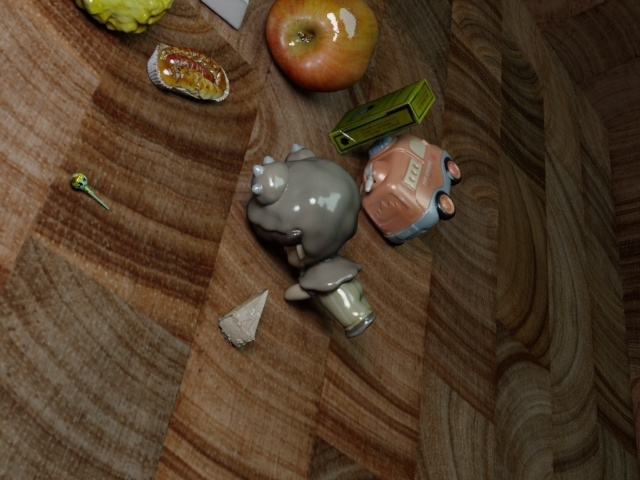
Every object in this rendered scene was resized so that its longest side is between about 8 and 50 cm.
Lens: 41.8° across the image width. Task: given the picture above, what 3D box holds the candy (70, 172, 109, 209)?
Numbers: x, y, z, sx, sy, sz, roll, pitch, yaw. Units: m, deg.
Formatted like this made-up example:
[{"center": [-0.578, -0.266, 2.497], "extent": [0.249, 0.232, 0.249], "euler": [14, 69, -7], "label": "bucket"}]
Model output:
[{"center": [-0.356, -0.075, 1.303], "extent": [0.025, 0.023, 0.083], "euler": [-53, 130, -12], "label": "candy"}]

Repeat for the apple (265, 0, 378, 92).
[{"center": [0.006, -0.447, 1.841], "extent": [0.242, 0.242, 0.241], "euler": [67, 21, -4], "label": "apple"}]

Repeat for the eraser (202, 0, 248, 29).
[{"center": [-0.203, -0.660, 1.770], "extent": [0.213, 0.082, 0.396], "euler": [35, 47, -39], "label": "eraser"}]

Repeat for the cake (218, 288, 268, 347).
[{"center": [-0.127, 0.133, 1.488], "extent": [0.065, 0.052, 0.121], "euler": [57, 35, -9], "label": "cake"}]

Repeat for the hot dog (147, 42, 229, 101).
[{"center": [-0.239, -0.309, 1.560], "extent": [0.192, 0.053, 0.099], "euler": [9, 69, -50], "label": "hot dog"}]

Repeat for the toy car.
[{"center": [0.194, -0.136, 1.978], "extent": [0.212, 0.180, 0.270], "euler": [41, 43, -21], "label": "toy car"}]

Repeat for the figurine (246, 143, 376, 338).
[{"center": [0.000, 0.001, 1.598], "extent": [0.248, 0.203, 0.380], "euler": [-34, 102, -59], "label": "figurine"}]

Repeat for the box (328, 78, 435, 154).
[{"center": [0.141, -0.284, 1.929], "extent": [0.064, 0.220, 0.141], "euler": [57, 37, -19], "label": "box"}]

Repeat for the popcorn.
[{"center": [-0.330, -0.451, 1.423], "extent": [0.198, 0.156, 0.197], "euler": [10, 76, -45], "label": "popcorn"}]
